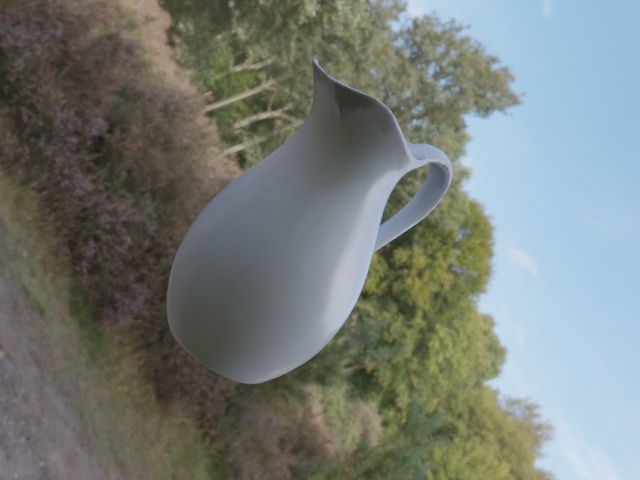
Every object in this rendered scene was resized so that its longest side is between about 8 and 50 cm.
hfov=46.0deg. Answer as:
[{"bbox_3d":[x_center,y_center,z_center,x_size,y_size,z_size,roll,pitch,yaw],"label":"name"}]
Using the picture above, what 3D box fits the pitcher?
[{"bbox_3d":[0.000,0.000,0.540,0.178,0.207,0.125,23,16,-48],"label":"pitcher"}]
